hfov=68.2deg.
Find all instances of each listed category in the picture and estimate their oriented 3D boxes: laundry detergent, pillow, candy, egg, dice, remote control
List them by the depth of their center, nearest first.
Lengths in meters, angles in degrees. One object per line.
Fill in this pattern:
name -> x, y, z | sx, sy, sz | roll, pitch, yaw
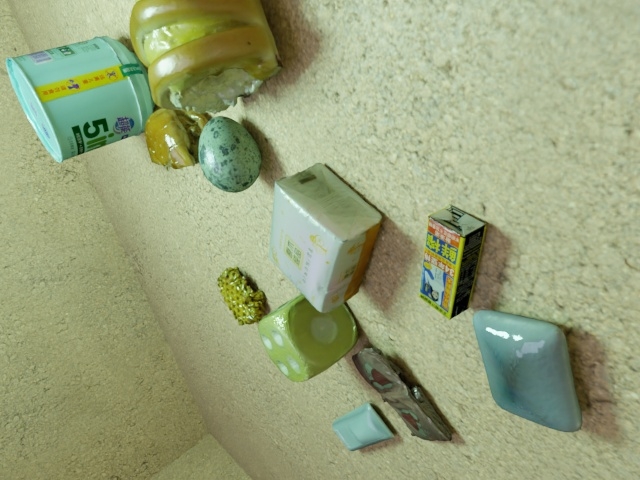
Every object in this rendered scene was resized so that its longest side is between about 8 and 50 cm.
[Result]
candy -> 0.297, 0.188, 0.689 | 0.138, 0.071, 0.174 | 7, 121, 54
pillow -> 0.172, 0.331, 1.023 | 0.248, 0.049, 0.135 | 50, 149, 8
egg -> -0.200, -0.189, 1.034 | 0.132, 0.132, 0.172 | -25, 83, 60
dice -> -0.030, 0.212, 1.095 | 0.166, 0.169, 0.169 | 59, 149, 2
remote control -> 0.104, 0.514, 1.279 | 0.103, 0.051, 0.293 | 51, 149, 13
laundry detergent -> -0.650, -0.406, 1.330 | 0.287, 0.305, 0.287 | 37, 143, 34

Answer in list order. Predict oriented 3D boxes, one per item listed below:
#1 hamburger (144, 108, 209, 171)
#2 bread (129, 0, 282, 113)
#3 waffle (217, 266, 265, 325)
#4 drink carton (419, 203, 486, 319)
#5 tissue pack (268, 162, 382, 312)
hamburger -> -0.374, -0.264, 1.211 | 0.283, 0.144, 0.156 | 19, 130, 51
bread -> -0.231, -0.360, 0.838 | 0.316, 0.211, 0.270 | 3, 119, 59
waffle -> -0.243, 0.173, 1.476 | 0.193, 0.070, 0.197 | 55, 147, 8
drink carton -> 0.198, 0.035, 0.720 | 0.071, 0.056, 0.165 | 42, 146, 42
tissue pack -> 0.000, 0.000, 0.910 | 0.185, 0.124, 0.225 | 45, 146, 26
